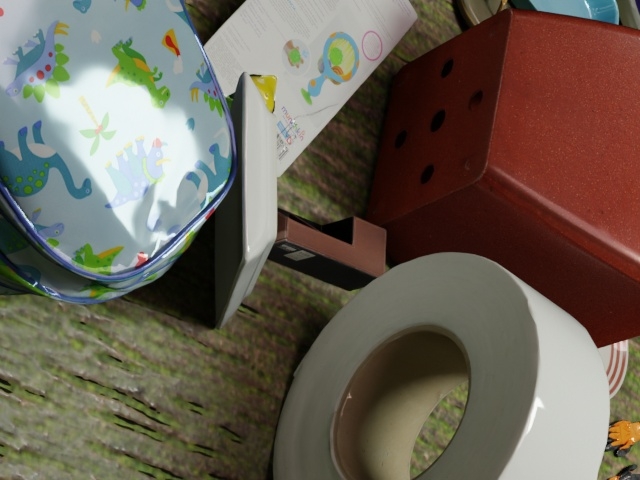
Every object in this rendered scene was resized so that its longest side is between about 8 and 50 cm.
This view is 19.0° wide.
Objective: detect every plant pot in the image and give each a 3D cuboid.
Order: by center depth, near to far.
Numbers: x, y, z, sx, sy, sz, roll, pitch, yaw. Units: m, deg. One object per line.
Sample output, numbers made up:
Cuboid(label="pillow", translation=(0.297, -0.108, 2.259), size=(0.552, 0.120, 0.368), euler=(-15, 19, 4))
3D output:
Cuboid(label="plant pot", translation=(0.197, -0.064, 1.772), size=(0.236, 0.267, 0.267), euler=(26, 61, -27))

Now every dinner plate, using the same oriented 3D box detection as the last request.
Cuboid(label="dinner plate", translation=(0.270, 0.099, 1.969), size=(0.141, 0.017, 0.141), euler=(15, 70, -45))

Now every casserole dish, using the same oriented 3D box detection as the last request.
Cuboid(label="casserole dish", translation=(0.251, -0.259, 2.026), size=(0.188, 0.037, 0.114), euler=(44, 51, -31))

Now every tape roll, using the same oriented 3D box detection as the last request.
Cuboid(label="tape roll", translation=(0.095, 0.155, 1.574), size=(0.100, 0.286, 0.286), euler=(33, 58, -37))

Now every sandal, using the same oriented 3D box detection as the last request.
Cuboid(label="sandal", translation=(0.172, -0.280, 1.937), size=(0.072, 0.049, 0.180), euler=(8, 74, -45))

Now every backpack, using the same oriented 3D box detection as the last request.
Cuboid(label="backpack", translation=(-0.219, -0.118, 1.352), size=(0.290, 0.273, 0.355), euler=(-46, 136, -39))

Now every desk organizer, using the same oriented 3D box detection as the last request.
Cuboid(label="desk organizer", translation=(0.000, 0.000, 1.685), size=(0.130, 0.047, 0.050), euler=(22, 62, -42))

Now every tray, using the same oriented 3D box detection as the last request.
Cuboid(label="tray", translation=(-0.059, -0.024, 1.494), size=(0.030, 0.270, 0.145), euler=(2, 77, -7))

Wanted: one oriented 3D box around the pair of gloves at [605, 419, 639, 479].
Cuboid(label="pair of gloves", translation=(0.319, 0.229, 1.992), size=(0.074, 0.010, 0.083), euler=(0, 81, -47))

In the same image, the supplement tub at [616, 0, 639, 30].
Cuboid(label="supplement tub", translation=(0.514, -0.310, 2.100), size=(0.241, 0.331, 0.241), euler=(15, 69, -44))

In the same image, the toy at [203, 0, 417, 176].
Cuboid(label="toy", translation=(-0.020, -0.181, 1.704), size=(0.237, 0.056, 0.137), euler=(-53, 122, -35))
